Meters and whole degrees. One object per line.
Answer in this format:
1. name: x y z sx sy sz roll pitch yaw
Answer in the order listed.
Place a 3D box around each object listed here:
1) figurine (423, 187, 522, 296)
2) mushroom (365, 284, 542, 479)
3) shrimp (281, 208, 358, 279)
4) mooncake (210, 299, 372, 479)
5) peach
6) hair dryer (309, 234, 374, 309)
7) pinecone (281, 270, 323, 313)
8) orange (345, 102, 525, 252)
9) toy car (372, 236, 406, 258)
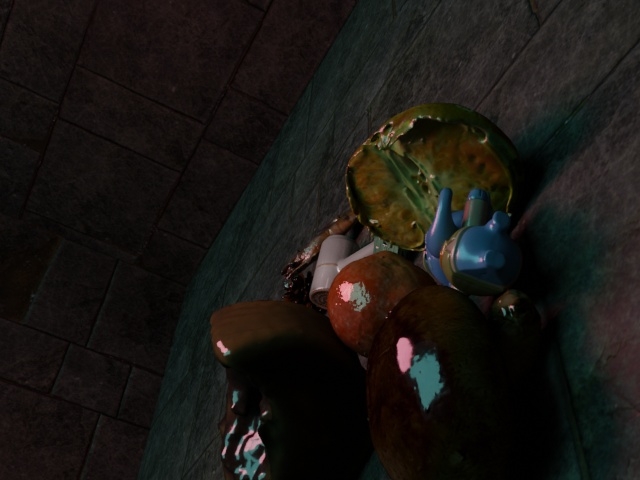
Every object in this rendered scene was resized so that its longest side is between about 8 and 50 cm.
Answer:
1. figurine: 0.243 0.007 1.188 0.262 0.153 0.180 115 145 -75
2. mushroom: 0.170 0.230 1.097 0.345 0.239 0.345 19 -90 -79
3. shrimp: 0.000 0.000 2.046 0.296 0.058 0.169 -39 9 -8
4. mooncake: -0.093 0.323 1.460 0.394 0.393 0.246 -52 20 9
5. peach: 0.130 0.117 1.362 0.233 0.232 0.233 -56 19 31
6. hair dryer: 0.110 0.036 1.791 0.357 0.107 0.173 -31 38 48
7. pinecone: -0.041 0.145 2.027 0.140 0.120 0.140 -45 33 40
8. orange: 0.209 -0.126 1.361 0.334 0.262 0.196 -30 28 53
9. toy car: 0.155 0.017 1.639 0.093 0.058 0.186 22 112 45
